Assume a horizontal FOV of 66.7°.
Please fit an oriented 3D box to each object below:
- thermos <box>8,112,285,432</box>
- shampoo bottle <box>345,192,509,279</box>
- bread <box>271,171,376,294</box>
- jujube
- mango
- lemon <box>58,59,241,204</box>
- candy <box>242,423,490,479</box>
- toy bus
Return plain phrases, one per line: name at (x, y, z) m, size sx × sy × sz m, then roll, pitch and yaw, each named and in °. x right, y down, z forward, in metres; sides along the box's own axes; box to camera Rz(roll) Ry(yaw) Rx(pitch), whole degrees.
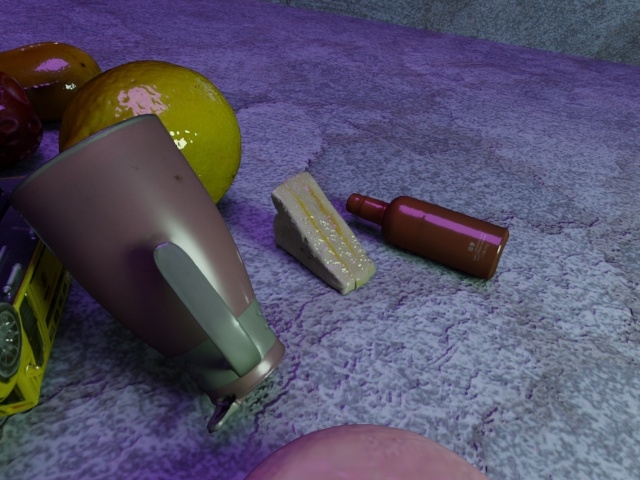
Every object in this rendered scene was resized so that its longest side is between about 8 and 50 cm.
thermos at (-0.134, 0.032, 0.449) m, size 0.146 × 0.265 × 0.176 m, roll -37°, pitch 10°, yaw -17°
shampoo bottle at (0.153, -0.020, 0.737) m, size 0.244 × 0.085 × 0.085 m, roll 23°, pitch 37°, yaw 21°
bread at (0.006, -0.012, 0.672) m, size 0.152 × 0.105 × 0.077 m, roll 32°, pitch 48°, yaw 30°
jujube at (-0.561, -0.178, 0.749) m, size 0.230 × 0.155 × 0.155 m, roll -18°, pitch 43°, yaw -19°
mango at (-0.543, -0.301, 0.932) m, size 0.236 × 0.136 × 0.166 m, roll -6°, pitch 41°, yaw -12°
lemon at (-0.227, -0.132, 0.682) m, size 0.236 × 0.236 × 0.263 m, roll 8°, pitch 42°, yaw -1°
candy at (0.031, 0.247, 0.321) m, size 0.255 × 0.094 × 0.255 m, roll 6°, pitch 36°, yaw -5°
toy bus at (-0.328, 0.056, 0.463) m, size 0.144 × 0.152 × 0.330 m, roll -6°, pitch 35°, yaw -12°
